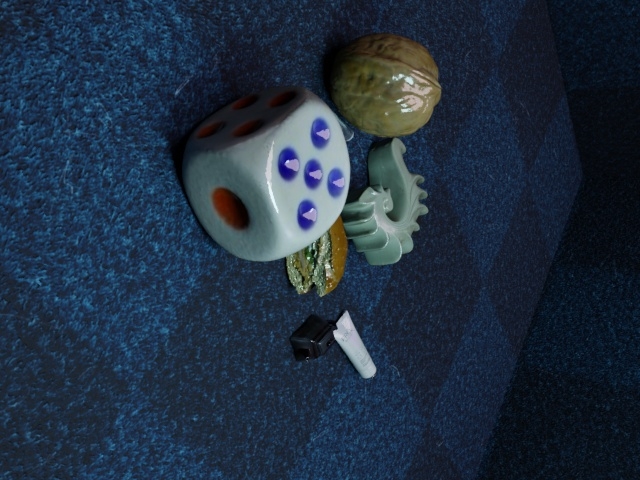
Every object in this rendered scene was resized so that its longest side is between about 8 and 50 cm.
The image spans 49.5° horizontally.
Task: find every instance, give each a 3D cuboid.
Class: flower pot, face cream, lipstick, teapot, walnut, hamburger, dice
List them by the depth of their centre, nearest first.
[{"bbox_3d":[-0.118,-0.154,1.586,0.304,0.277,0.304,-48,129,-37],"label":"dice"},{"bbox_3d":[0.000,0.000,1.881,0.156,0.144,0.283,-17,107,-52],"label":"hamburger"},{"bbox_3d":[0.182,-0.430,1.926,0.252,0.313,0.277,81,28,-47],"label":"walnut"},{"bbox_3d":[-0.007,0.280,1.953,0.177,0.096,0.087,-42,127,-43],"label":"teapot"},{"bbox_3d":[0.047,-0.331,1.982,0.141,0.040,0.040,35,67,-51],"label":"lipstick"},{"bbox_3d":[0.205,-0.120,2.120,0.254,0.164,0.367,51,49,-25],"label":"flower pot"},{"bbox_3d":[0.104,0.332,2.155,0.092,0.058,0.243,-51,127,-31],"label":"face cream"}]

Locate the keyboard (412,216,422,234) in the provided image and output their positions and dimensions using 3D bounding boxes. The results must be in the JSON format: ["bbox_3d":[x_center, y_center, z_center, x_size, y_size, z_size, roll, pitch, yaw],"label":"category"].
[{"bbox_3d":[0.313,-0.116,2.406,0.074,0.015,0.196,-54,136,-40],"label":"keyboard"}]
